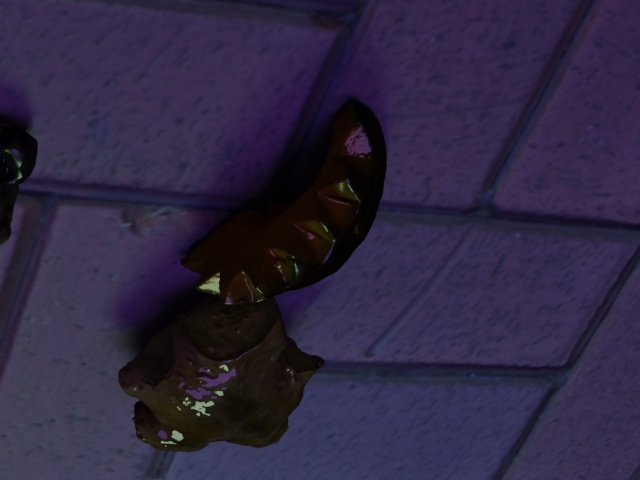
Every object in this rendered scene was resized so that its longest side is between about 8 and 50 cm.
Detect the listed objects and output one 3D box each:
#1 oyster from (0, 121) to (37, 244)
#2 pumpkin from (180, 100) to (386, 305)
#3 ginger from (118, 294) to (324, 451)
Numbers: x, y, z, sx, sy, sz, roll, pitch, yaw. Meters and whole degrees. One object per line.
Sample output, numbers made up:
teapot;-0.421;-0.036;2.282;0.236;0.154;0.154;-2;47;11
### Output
oyster;-0.369;-0.030;1.415;0.361;0.096;0.221;19;84;-63
pumpkin;0.000;0.000;1.706;0.254;0.130;0.149;-42;135;14
ginger;-0.099;0.169;1.827;0.218;0.123;0.270;-27;138;-3
